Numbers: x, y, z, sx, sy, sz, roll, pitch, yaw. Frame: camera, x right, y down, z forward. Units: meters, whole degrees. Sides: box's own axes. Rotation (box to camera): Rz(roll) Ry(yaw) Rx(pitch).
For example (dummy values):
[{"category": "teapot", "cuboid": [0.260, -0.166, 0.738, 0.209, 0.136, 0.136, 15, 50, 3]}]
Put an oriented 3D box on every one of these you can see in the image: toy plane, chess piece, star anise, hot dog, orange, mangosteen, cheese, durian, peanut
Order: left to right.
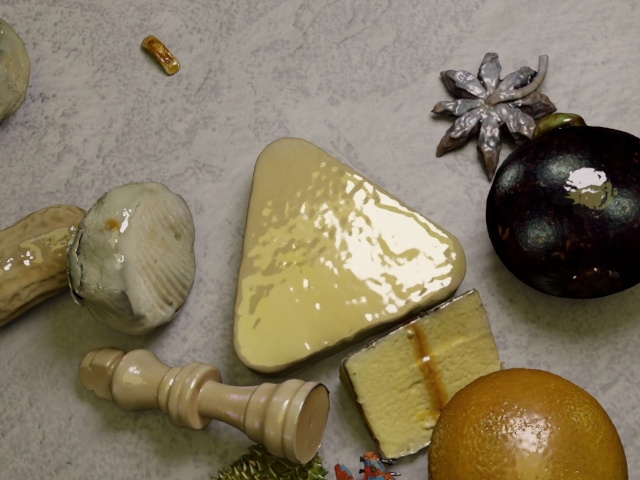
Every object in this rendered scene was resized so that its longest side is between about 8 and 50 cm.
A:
[{"category": "peanut", "cuboid": [-0.483, 0.047, 1.303, 0.291, 0.159, 0.143, -26, 111, -4]}, {"category": "hot dog", "cuboid": [-0.285, -0.333, 1.465, 0.030, 0.034, 0.090, -42, 76, -8]}, {"category": "chess piece", "cuboid": [-0.187, 0.226, 1.227, 0.396, 0.117, 0.117, 9, 73, 23]}, {"category": "durian", "cuboid": [-0.064, 0.333, 1.207, 0.186, 0.119, 0.108, 13, 78, 9]}, {"category": "cheese", "cuboid": [0.001, -0.001, 1.311, 0.383, 0.104, 0.384, -1, 73, 4]}, {"category": "toy plane", "cuboid": [0.111, 0.377, 1.212, 0.189, 0.061, 0.130, 6, 87, -5]}, {"category": "star anise", "cuboid": [0.295, -0.231, 1.376, 0.262, 0.081, 0.230, -42, 65, -7]}, {"category": "orange", "cuboid": [0.275, 0.311, 1.117, 0.274, 0.274, 0.274, -1, 73, 3]}, {"category": "mangosteen", "cuboid": [0.384, -0.054, 1.224, 0.287, 0.288, 0.288, -1, 73, 3]}]

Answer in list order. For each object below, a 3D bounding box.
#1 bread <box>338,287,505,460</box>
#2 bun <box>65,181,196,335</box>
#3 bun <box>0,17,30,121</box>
[{"category": "bread", "cuboid": [0.167, 0.207, 1.222, 0.240, 0.135, 0.178, -27, 73, -7]}, {"category": "bun", "cuboid": [-0.291, 0.027, 1.265, 0.141, 0.239, 0.239, -2, 72, 26]}, {"category": "bun", "cuboid": [-0.616, -0.274, 1.406, 0.259, 0.152, 0.260, -5, 55, 7]}]
